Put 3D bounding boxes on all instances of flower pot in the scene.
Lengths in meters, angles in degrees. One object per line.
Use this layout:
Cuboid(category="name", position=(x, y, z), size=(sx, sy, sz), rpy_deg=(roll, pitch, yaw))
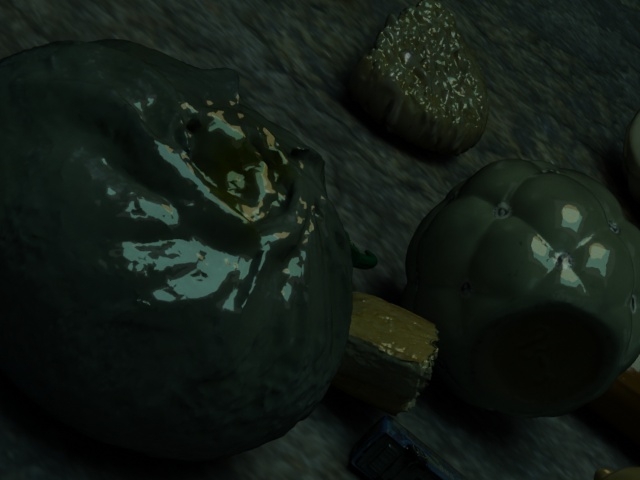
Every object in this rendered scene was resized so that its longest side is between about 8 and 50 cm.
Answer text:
Cuboid(category="flower pot", position=(0.197, 0.049, 1.837), size=(0.246, 0.246, 0.195), rpy_deg=(33, 29, -27))

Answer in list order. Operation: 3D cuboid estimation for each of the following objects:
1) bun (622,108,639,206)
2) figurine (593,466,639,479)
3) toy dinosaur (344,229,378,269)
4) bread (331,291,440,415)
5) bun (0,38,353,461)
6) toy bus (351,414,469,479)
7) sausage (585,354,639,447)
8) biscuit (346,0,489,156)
Cuboid(category="bun", position=(0.528, -0.069, 2.618), size=(0.263, 0.175, 0.263), rpy_deg=(2, 47, -2))
Cuboid(category="figurine", position=(0.320, 0.265, 1.894), size=(0.196, 0.108, 0.114), rpy_deg=(-30, 103, -79))
Cuboid(category="toy dinosaur", position=(0.000, 0.000, 1.819), size=(0.132, 0.059, 0.096), rpy_deg=(22, 28, -27))
Cuboid(category="bread", position=(0.049, 0.102, 1.696), size=(0.106, 0.082, 0.125), rpy_deg=(17, 18, 6))
Cuboid(category="bun", position=(-0.116, -0.004, 1.461), size=(0.362, 0.211, 0.362), rpy_deg=(36, 29, -24))
Cuboid(category="toy bus", position=(0.094, 0.213, 1.660), size=(0.153, 0.051, 0.061), rpy_deg=(40, 14, -13))
Cuboid(category="sausage", position=(0.330, 0.141, 2.053), size=(0.354, 0.116, 0.134), rpy_deg=(37, 41, -14))
Cuboid(category="biscuit", position=(0.120, -0.177, 2.228), size=(0.179, 0.084, 0.281), rpy_deg=(51, 27, -2))
